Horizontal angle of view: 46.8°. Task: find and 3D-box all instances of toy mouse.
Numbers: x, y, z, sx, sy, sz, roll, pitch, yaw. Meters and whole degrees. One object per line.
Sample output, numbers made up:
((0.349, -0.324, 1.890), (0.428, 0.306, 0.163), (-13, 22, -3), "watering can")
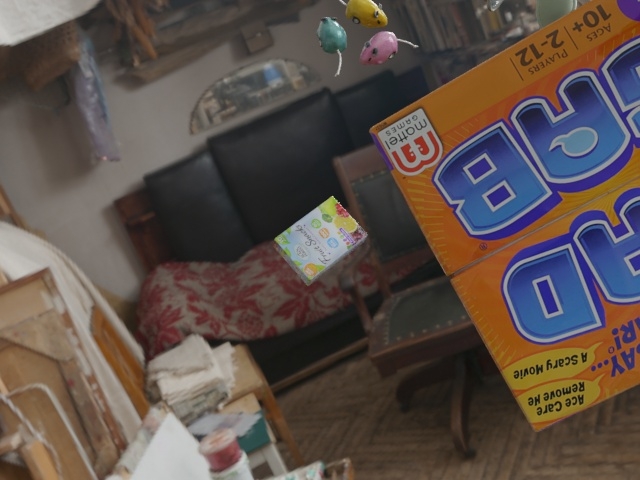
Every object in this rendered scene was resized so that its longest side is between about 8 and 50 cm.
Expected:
((0.052, -0.287, 1.037), (0.143, 0.161, 0.031), (-59, -9, -27), "toy mouse")

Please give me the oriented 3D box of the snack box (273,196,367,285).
((0.000, 0.000, 1.330), (0.141, 0.100, 0.037), (-37, -14, -20), "snack box")

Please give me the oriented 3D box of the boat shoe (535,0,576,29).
((0.496, -0.432, 1.528), (0.081, 0.228, 0.068), (-9, -18, 24), "boat shoe")

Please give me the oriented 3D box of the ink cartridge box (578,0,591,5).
((0.600, -0.600, 1.623), (0.231, 0.078, 0.134), (17, -46, -44), "ink cartridge box")

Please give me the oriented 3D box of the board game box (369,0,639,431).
((0.317, -0.043, 0.892), (0.356, 0.356, 0.356), (-29, -7, 10), "board game box")

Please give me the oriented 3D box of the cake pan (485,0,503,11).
((0.323, -0.543, 1.261), (0.054, 0.293, 0.293), (24, 35, 15), "cake pan")
